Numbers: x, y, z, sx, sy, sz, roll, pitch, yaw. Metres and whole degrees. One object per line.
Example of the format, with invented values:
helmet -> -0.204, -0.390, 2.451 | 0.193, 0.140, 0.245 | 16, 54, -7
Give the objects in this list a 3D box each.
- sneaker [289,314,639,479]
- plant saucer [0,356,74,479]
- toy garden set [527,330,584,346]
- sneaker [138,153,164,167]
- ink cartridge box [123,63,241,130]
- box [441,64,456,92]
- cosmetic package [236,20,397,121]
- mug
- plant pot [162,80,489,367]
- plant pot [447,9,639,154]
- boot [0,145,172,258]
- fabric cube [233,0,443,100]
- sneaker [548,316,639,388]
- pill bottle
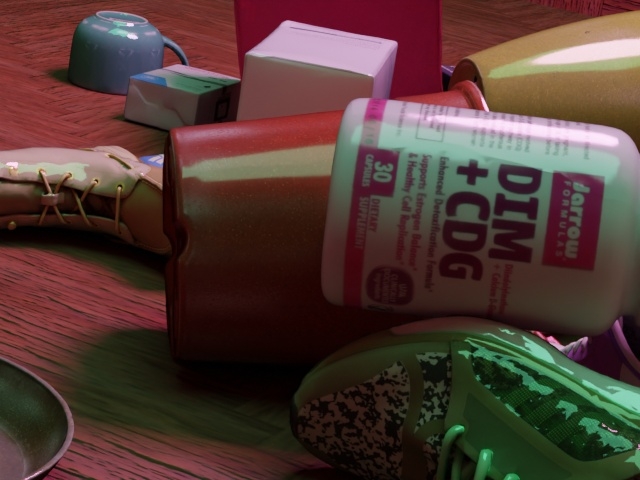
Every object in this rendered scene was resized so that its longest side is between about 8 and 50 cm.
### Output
sneaker -> 0.150, 0.175, 1.239 | 0.410, 0.158, 0.182 | 11, 34, 23
plant saucer -> -0.329, 0.134, 1.235 | 0.310, 0.050, 0.310 | 8, 17, -2
toy garden set -> 0.180, 0.055, 1.744 | 0.244, 0.049, 0.204 | 34, 39, 26
sneaker -> -0.148, -0.081, 1.970 | 0.126, 0.091, 0.240 | 10, 17, 2
ink cartridge box -> -0.174, -0.192, 2.370 | 0.104, 0.060, 0.180 | 15, 17, 18
box -> 0.277, -0.163, 2.462 | 0.184, 0.103, 0.261 | 5, 17, -25
cosmetic package -> -0.011, -0.096, 1.859 | 0.138, 0.224, 0.224 | 11, 17, 7
mug -> -0.275, -0.268, 2.502 | 0.129, 0.097, 0.158 | 24, 22, 39
plant pot -> 0.000, 0.000, 1.533 | 0.265, 0.272, 0.272 | -2, 18, -9
plant pot -> 0.315, -0.157, 2.196 | 0.293, 0.275, 0.275 | -1, 19, -18
boot -> -0.249, -0.040, 1.770 | 0.203, 0.095, 0.262 | -1, 18, -33
fabric cube -> 0.020, -0.264, 2.224 | 0.254, 0.259, 0.258 | -2, 29, 0
sneaker -> 0.237, 0.104, 1.457 | 0.102, 0.161, 0.282 | 3, 17, -15
pill bottle -> 0.150, -0.013, 1.328 | 0.283, 0.160, 0.160 | 7, 16, 5
